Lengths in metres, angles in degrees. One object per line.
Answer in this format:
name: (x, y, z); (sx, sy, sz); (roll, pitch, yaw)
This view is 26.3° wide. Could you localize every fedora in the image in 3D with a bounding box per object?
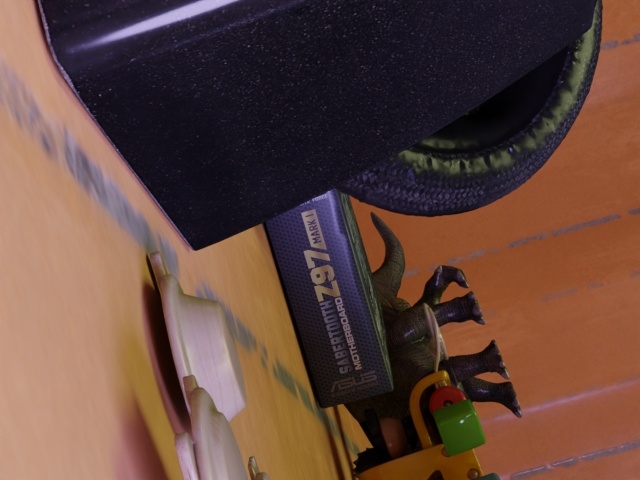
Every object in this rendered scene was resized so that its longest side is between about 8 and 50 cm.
fedora: (0.027, -0.176, 0.910); (0.152, 0.334, 0.334); (1, -71, 60)

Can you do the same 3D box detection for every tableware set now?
tableware set: (-0.022, 0.086, 0.381); (0.168, 0.020, 0.141); (-103, 179, -71)

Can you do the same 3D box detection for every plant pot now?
plant pot: (-0.002, -0.126, 0.456); (0.187, 0.167, 0.188); (66, 9, -73)

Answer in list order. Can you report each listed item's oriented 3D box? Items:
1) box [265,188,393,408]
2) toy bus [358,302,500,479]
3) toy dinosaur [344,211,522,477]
box: (0.000, 0.000, 1.036); (0.232, 0.059, 0.183); (-95, 169, -75)
toy bus: (0.073, 0.180, 0.987); (0.202, 0.104, 0.191); (-108, 179, -61)
toy dinosaur: (0.069, 0.105, 1.163); (0.121, 0.160, 0.313); (57, 9, -68)
